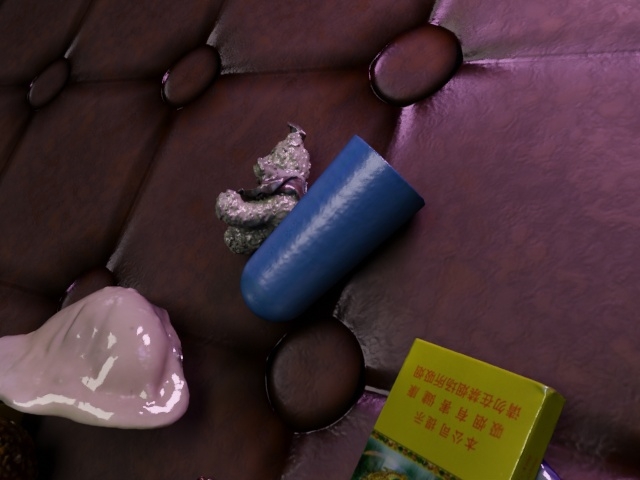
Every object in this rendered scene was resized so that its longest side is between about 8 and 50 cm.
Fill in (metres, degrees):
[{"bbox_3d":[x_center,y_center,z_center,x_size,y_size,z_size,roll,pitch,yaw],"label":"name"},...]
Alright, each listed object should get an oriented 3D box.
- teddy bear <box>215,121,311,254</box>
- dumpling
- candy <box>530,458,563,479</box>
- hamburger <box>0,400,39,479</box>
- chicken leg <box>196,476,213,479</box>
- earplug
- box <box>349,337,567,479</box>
[{"bbox_3d":[-0.059,-0.075,0.899,0.111,0.133,0.213,26,66,17],"label":"teddy bear"},{"bbox_3d":[-0.336,0.166,0.868,0.318,0.242,0.187,19,106,48],"label":"dumpling"},{"bbox_3d":[0.249,0.310,0.544,0.275,0.070,0.145,32,91,41],"label":"candy"},{"bbox_3d":[-0.567,0.354,0.892,0.225,0.291,0.291,22,78,34],"label":"hamburger"},{"bbox_3d":[-0.134,0.397,0.742,0.093,0.053,0.205,-31,58,-15],"label":"chicken leg"},{"bbox_3d":[0.000,0.000,0.822,0.273,0.132,0.132,-45,52,7],"label":"earplug"},{"bbox_3d":[0.105,0.282,0.629,0.187,0.047,0.335,13,72,53],"label":"box"}]
